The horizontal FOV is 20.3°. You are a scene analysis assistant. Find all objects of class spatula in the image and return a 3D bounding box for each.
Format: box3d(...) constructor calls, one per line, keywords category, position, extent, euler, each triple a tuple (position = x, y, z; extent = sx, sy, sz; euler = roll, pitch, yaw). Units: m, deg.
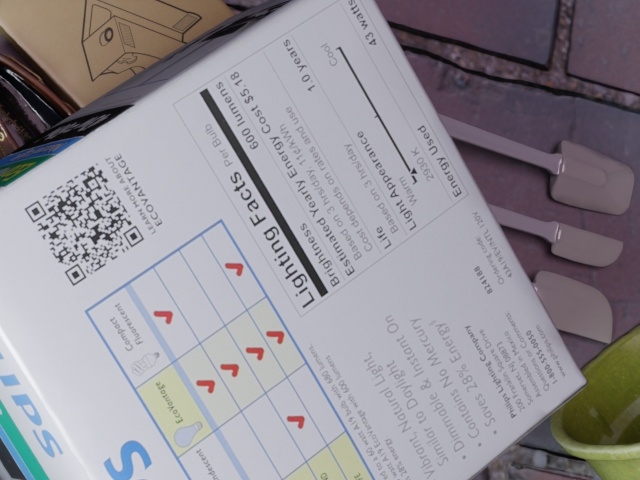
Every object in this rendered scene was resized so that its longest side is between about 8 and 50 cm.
box3d(category="spatula", position=(0.158, -0.022, 1.518), extent=(0.242, 0.019, 0.168), euler=(17, 78, -21))

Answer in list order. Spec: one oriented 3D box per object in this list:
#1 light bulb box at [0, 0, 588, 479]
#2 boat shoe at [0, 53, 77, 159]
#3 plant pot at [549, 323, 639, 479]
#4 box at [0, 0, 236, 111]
box3d(category="light bulb box", position=(-0.069, 0.056, 1.277), extent=(0.361, 0.225, 0.358), euler=(-35, 101, -25))
box3d(category="boat shoe", position=(-0.204, -0.062, 1.384), extent=(0.207, 0.073, 0.073), euler=(43, 64, -8))
box3d(category="plant pot", position=(0.365, 0.197, 1.445), extent=(0.276, 0.276, 0.254), euler=(-34, 103, -21))
box3d(category="box", position=(-0.143, -0.154, 1.439), extent=(0.201, 0.021, 0.164), euler=(48, 62, -5))
